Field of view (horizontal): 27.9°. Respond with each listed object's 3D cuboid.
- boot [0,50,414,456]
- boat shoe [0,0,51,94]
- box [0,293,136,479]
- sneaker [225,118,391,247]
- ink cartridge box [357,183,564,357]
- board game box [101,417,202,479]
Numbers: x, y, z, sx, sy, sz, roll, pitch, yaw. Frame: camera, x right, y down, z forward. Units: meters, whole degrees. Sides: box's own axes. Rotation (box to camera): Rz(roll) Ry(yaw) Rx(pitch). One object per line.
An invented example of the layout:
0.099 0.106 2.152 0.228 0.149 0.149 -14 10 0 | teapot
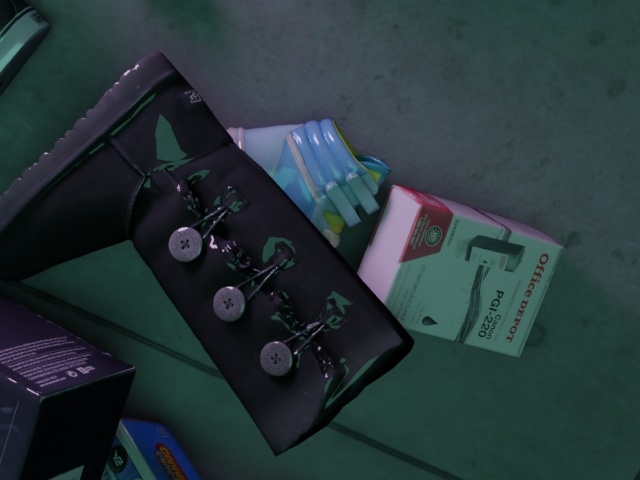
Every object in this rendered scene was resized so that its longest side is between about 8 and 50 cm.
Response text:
-0.159 0.065 1.500 0.367 0.146 0.445 -43 86 23 | boot
-0.457 -0.175 1.531 0.105 0.113 0.306 40 94 -4 | boat shoe
-0.430 0.245 1.506 0.312 0.179 0.343 25 106 23 | box
0.000 0.000 1.588 0.208 0.127 0.319 -13 103 1 | sneaker
0.169 0.040 1.592 0.218 0.092 0.158 15 102 -27 | ink cartridge box
-0.232 0.431 1.561 0.086 0.308 0.302 17 117 -49 | board game box
